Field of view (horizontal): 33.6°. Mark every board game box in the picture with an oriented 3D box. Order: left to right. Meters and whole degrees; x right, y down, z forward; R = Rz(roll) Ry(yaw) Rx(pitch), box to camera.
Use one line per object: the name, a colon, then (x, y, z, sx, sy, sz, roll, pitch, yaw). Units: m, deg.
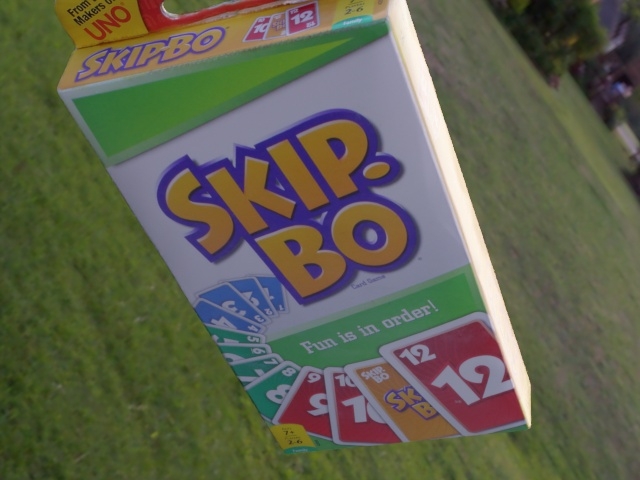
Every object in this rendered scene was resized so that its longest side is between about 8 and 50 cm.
board game box: (0.000, 0.000, 0.432, 0.039, 0.124, 0.259, -80, 154, -46)
